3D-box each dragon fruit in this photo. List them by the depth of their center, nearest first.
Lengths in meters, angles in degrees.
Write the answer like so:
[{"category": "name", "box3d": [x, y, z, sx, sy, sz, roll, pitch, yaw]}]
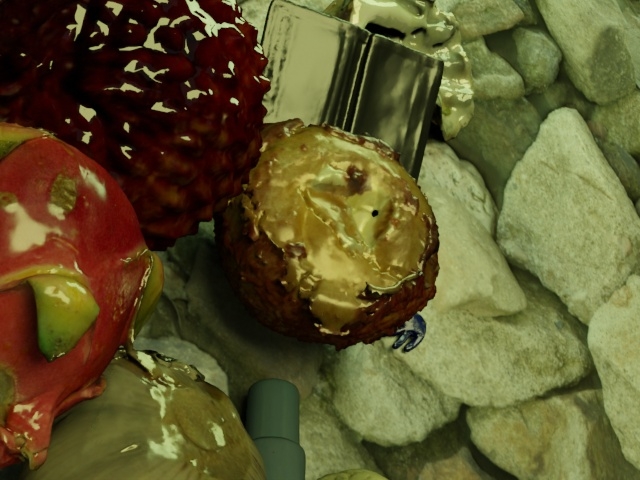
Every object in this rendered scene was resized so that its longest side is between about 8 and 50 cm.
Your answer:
[{"category": "dragon fruit", "box3d": [-0.306, 0.068, 0.932, 0.305, 0.305, 0.226, 31, 33, -20]}]

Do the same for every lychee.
[{"category": "lychee", "box3d": [-0.272, -0.159, 1.137, 0.425, 0.424, 0.500, 62, 17, 8]}]

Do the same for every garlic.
[{"category": "garlic", "box3d": [-0.178, 0.274, 1.093, 0.321, 0.241, 0.322, 17, 43, -16]}]

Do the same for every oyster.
[{"category": "oyster", "box3d": [0.135, -0.320, 1.765, 0.351, 0.115, 0.238, 13, 67, -26]}]

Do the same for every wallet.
[{"category": "wallet", "box3d": [0.039, -0.221, 1.621, 0.322, 0.041, 0.247, 16, 84, -22]}]

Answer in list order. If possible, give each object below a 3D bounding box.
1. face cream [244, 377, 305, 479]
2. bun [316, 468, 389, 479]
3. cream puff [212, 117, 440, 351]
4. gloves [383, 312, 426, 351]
[{"category": "face cream", "box3d": [-0.062, 0.347, 1.221, 0.086, 0.135, 0.385, 25, 45, -27]}, {"category": "bun", "box3d": [0.044, 0.374, 1.292, 0.188, 0.111, 0.164, -18, 80, -45]}, {"category": "cream puff", "box3d": [0.004, -0.002, 1.396, 0.350, 0.229, 0.351, 10, 59, -16]}, {"category": "gloves", "box3d": [0.127, 0.138, 1.548, 0.086, 0.026, 0.064, 2, 67, -37]}]
